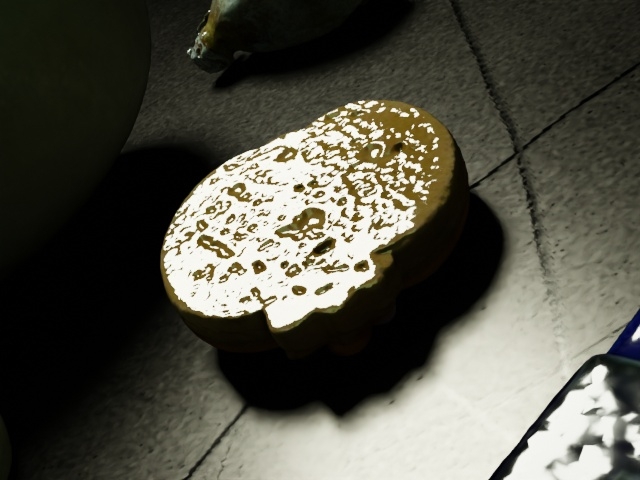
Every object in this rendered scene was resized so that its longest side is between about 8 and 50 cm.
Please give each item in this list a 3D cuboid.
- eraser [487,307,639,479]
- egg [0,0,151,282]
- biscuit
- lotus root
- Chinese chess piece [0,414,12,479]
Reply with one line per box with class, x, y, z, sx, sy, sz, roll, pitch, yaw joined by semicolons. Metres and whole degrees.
eraser;0.107;0.117;0.352;0.155;0.101;0.332;12;52;50
egg;-0.266;-0.086;0.854;0.352;0.258;0.258;-44;31;-26
biscuit;0.002;0.003;0.682;0.170;0.050;0.170;-18;39;15
lotus root;-0.029;-0.180;0.956;0.165;0.088;0.088;-27;28;28
Chinese chess piece;-0.232;0.128;0.699;0.144;0.058;0.144;-22;31;14
